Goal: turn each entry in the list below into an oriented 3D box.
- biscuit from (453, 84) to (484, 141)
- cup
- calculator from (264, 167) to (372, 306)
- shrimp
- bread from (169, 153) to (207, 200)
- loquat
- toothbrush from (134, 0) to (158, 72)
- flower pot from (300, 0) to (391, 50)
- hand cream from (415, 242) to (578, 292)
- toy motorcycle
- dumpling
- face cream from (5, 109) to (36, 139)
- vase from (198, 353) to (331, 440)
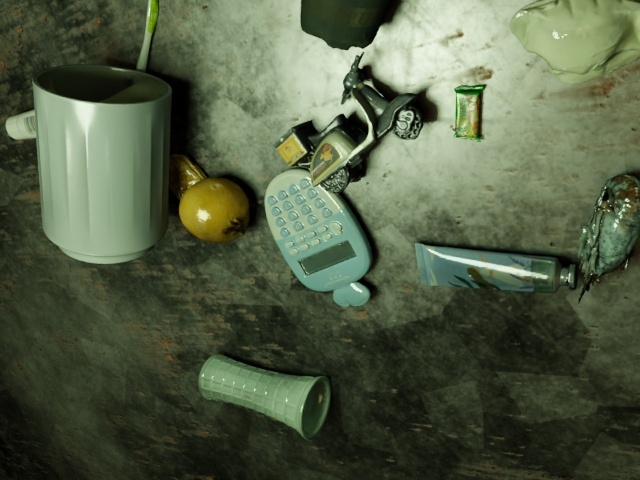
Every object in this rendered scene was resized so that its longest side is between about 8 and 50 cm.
[{"bbox_3d":[0.231,-0.199,0.886,0.046,0.016,0.089,8,119,24],"label":"biscuit"},{"bbox_3d":[-0.425,-0.164,1.107,0.323,0.237,0.327,-125,38,-50],"label":"cup"},{"bbox_3d":[0.000,0.000,1.105,0.188,0.042,0.302,-23,103,34],"label":"calculator"},{"bbox_3d":[0.430,0.008,0.857,0.090,0.079,0.233,-2,124,-14],"label":"shrimp"},{"bbox_3d":[-0.284,-0.131,1.184,0.083,0.044,0.110,-36,97,34],"label":"bread"},{"bbox_3d":[-0.210,-0.060,1.130,0.141,0.141,0.141,13,121,22],"label":"loquat"},{"bbox_3d":[-0.321,-0.421,1.057,0.026,0.022,0.263,40,128,18],"label":"toothbrush"},{"bbox_3d":[0.035,-0.356,0.831,0.157,0.157,0.107,31,139,10],"label":"flower pot"},{"bbox_3d":[0.294,0.053,0.972,0.271,0.058,0.091,4,124,31],"label":"hand cream"},{"bbox_3d":[0.050,-0.184,0.948,0.263,0.091,0.157,-36,92,39],"label":"toy motorcycle"},{"bbox_3d":[0.346,-0.265,0.754,0.169,0.100,0.134,-10,150,14],"label":"dumpling"},{"bbox_3d":[-0.610,-0.272,1.277,0.244,0.058,0.092,-3,109,23],"label":"face cream"},{"bbox_3d":[-0.137,0.352,1.320,0.299,0.143,0.143,9,120,28],"label":"vase"}]
